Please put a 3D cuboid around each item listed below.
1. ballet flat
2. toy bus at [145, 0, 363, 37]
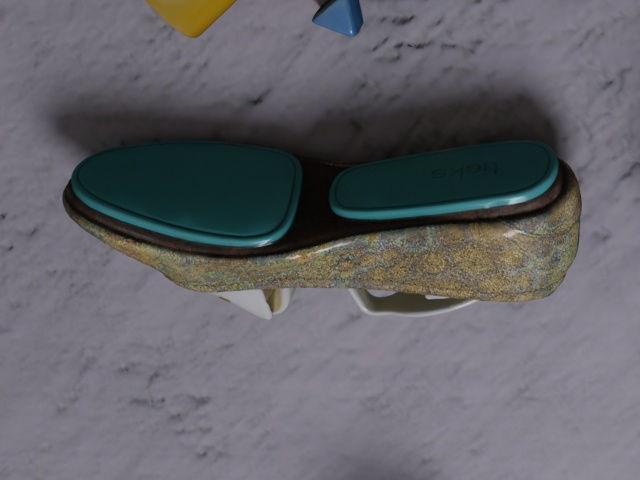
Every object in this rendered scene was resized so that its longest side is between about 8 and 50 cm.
[{"bbox_3d":[0.000,0.000,1.260,0.349,0.123,0.123,-1,112,13],"label":"ballet flat"},{"bbox_3d":[-0.041,-0.219,1.174,0.191,0.104,0.202,4,114,10],"label":"toy bus"}]
